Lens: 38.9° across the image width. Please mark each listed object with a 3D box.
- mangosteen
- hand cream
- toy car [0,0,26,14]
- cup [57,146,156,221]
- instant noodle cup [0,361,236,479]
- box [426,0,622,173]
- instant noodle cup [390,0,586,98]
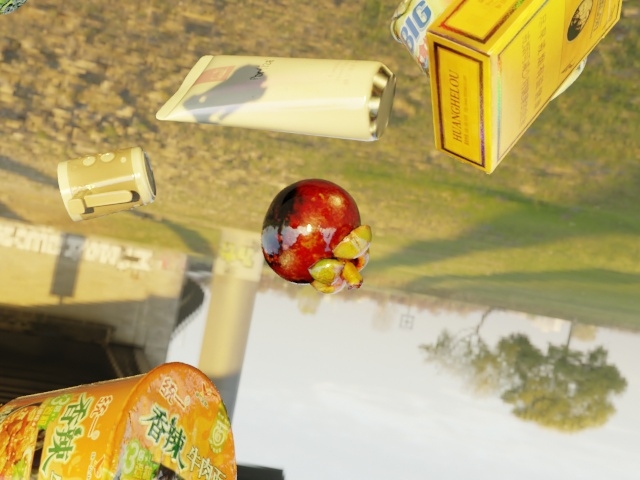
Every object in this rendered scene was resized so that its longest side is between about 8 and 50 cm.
[{"bbox_3d":[0.000,0.000,1.431,0.200,0.199,0.200,10,178,0],"label":"mangosteen"},{"bbox_3d":[-0.063,-0.231,1.414,0.359,0.185,0.118,8,137,19],"label":"hand cream"},{"bbox_3d":[-0.153,-0.190,0.497,0.143,0.073,0.054,-33,-172,30],"label":"toy car"},{"bbox_3d":[-0.249,-0.069,1.052,0.099,0.074,0.102,-14,177,-2],"label":"cup"},{"bbox_3d":[-0.212,0.233,0.874,0.183,0.230,0.230,-4,173,22],"label":"instant noodle cup"},{"bbox_3d":[0.242,-0.247,1.034,0.084,0.301,0.192,30,156,27],"label":"box"},{"bbox_3d":[0.293,-0.330,1.514,0.297,0.213,0.296,-23,165,-7],"label":"instant noodle cup"}]
